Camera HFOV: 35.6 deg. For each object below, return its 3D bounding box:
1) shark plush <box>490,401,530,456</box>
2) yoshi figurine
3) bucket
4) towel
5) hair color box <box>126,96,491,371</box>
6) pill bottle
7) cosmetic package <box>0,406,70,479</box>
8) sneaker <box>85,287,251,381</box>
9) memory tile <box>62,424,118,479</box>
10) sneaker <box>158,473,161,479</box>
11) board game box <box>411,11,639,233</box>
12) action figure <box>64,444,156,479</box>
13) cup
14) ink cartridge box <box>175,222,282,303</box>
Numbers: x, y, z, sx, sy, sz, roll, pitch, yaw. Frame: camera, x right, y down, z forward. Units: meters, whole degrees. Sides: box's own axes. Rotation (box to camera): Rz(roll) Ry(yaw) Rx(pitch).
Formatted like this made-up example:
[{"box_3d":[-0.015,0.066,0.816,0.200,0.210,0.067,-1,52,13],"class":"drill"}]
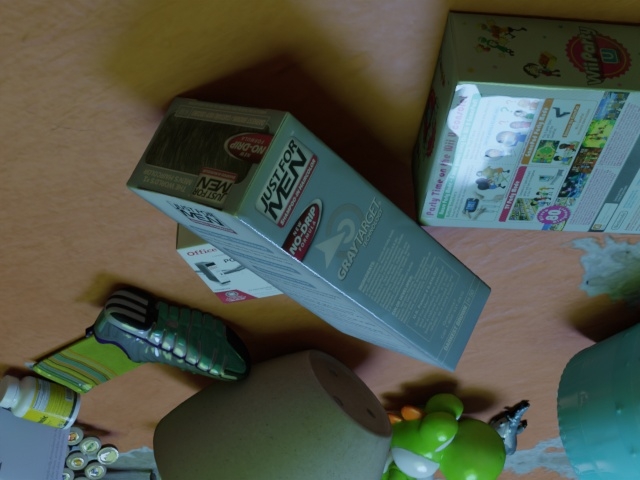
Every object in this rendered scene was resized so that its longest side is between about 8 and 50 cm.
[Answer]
[{"box_3d":[0.312,0.311,1.658,0.067,0.073,0.161,-10,128,-20],"class":"shark plush"},{"box_3d":[0.182,0.383,1.635,0.203,0.203,0.362,-4,146,-22],"class":"yoshi figurine"},{"box_3d":[0.466,0.234,1.333,0.281,0.281,0.183,21,149,-28],"class":"bucket"},{"box_3d":[-0.309,0.168,1.451,0.237,0.021,0.102,-26,138,33],"class":"towel"},{"box_3d":[0.000,0.000,1.055,0.185,0.113,0.374,15,164,46],"class":"hair color box"},{"box_3d":[-0.433,0.245,1.526,0.116,0.065,0.065,25,139,-30],"class":"pill bottle"},{"box_3d":[-0.523,0.345,1.596,0.184,0.151,0.151,-23,140,32],"class":"cosmetic package"},{"box_3d":[-0.205,0.141,1.360,0.224,0.083,0.098,30,133,-22],"class":"sneaker"},{"box_3d":[-0.422,0.384,1.680,0.113,0.012,0.148,38,98,-28],"class":"memory tile"},{"box_3d":[-0.111,0.359,1.668,0.292,0.108,0.169,6,145,-26],"class":"sneaker"},{"box_3d":[0.258,-0.105,0.984,0.303,0.097,0.224,2,146,-5],"class":"board game box"},{"box_3d":[-0.460,0.478,1.774,0.330,0.178,0.341,7,141,-27],"class":"action figure"},{"box_3d":[-0.036,0.295,1.425,0.237,0.331,0.331,-46,130,12],"class":"cup"},{"box_3d":[-0.100,0.015,1.194,0.099,0.056,0.135,-11,145,18],"class":"ink cartridge box"}]
